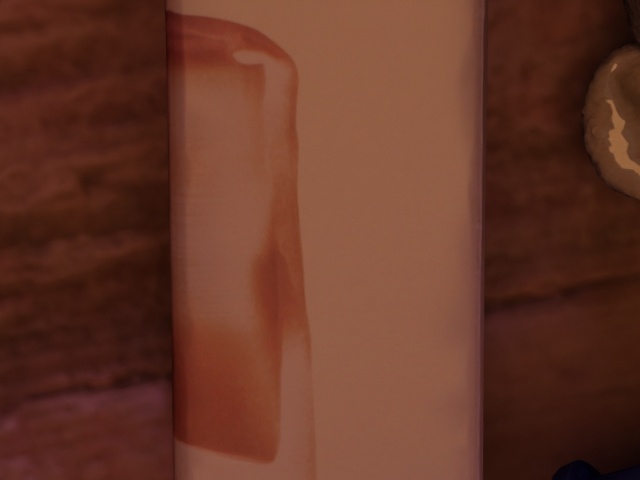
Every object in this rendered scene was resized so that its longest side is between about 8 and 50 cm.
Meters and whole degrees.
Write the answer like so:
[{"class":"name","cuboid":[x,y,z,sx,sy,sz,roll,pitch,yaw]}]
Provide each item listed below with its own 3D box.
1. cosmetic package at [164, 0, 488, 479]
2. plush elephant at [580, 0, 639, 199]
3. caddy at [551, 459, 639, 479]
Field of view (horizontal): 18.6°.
[{"class":"cosmetic package","cuboid":[0.000,0.000,0.827,0.129,0.153,0.296,0,99,-1]},{"class":"plush elephant","cuboid":[0.217,-0.127,0.767,0.255,0.330,0.272,0,87,22]},{"class":"caddy","cuboid":[0.196,0.239,0.817,0.179,0.241,0.341,-22,103,13]}]
